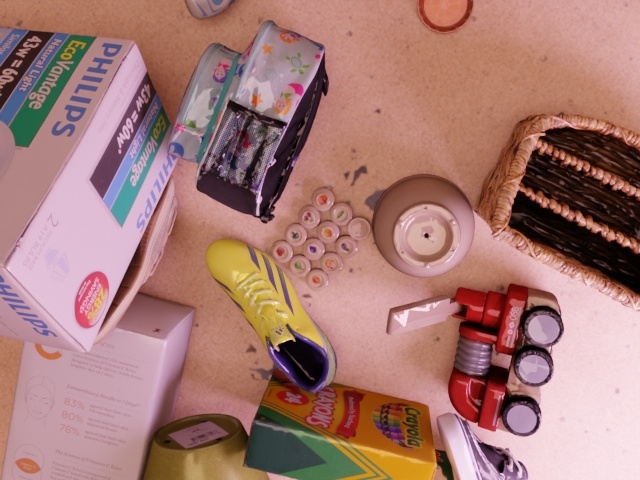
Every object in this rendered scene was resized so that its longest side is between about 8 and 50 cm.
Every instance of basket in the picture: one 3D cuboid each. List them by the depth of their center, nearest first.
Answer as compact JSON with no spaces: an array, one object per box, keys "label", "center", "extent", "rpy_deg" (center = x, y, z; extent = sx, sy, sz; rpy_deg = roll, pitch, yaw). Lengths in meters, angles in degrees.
[{"label":"basket","center":[0.394,-0.050,0.969],"extent":[0.299,0.223,0.214],"rpy_deg":[28,102,1]}]

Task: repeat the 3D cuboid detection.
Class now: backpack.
[{"label":"backpack","center":[-0.094,-0.182,0.994],"extent":[0.191,0.225,0.254],"rpy_deg":[28,98,-5]}]

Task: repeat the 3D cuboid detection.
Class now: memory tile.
[{"label":"memory tile","center":[0.000,0.000,1.115],"extent":[0.113,0.012,0.148],"rpy_deg":[39,105,2]}]

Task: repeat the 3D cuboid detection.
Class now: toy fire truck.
[{"label":"toy fire truck","center":[0.228,0.169,1.073],"extent":[0.246,0.158,0.217],"rpy_deg":[13,102,15]}]

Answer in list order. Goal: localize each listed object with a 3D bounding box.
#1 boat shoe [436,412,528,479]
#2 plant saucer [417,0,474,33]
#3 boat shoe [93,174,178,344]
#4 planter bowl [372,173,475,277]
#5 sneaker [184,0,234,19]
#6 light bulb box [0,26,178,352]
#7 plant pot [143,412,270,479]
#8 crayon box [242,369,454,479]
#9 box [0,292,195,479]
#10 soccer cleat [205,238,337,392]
[{"label":"boat shoe","center":[0.268,0.365,1.087],"extent":[0.102,0.108,0.301],"rpy_deg":[-26,117,4]},{"label":"plant saucer","center":[0.185,-0.350,1.041],"extent":[0.083,0.013,0.084],"rpy_deg":[1,99,5]},{"label":"boat shoe","center":[-0.286,0.029,1.036],"extent":[0.109,0.098,0.302],"rpy_deg":[9,60,14]},{"label":"planter bowl","center":[0.157,-0.015,1.056],"extent":[0.162,0.109,0.162],"rpy_deg":[1,100,5]},{"label":"sneaker","center":[-0.198,-0.445,1.032],"extent":[0.086,0.085,0.237],"rpy_deg":[-26,96,-8]},{"label":"light bulb box","center":[-0.434,-0.082,0.933],"extent":[0.360,0.225,0.358],"rpy_deg":[9,59,14]},{"label":"plant pot","center":[-0.171,0.432,1.088],"extent":[0.274,0.275,0.294],"rpy_deg":[-4,98,6]},{"label":"crayon box","center":[0.059,0.303,1.077],"extent":[0.318,0.202,0.081],"rpy_deg":[13,101,2]},{"label":"box","center":[-0.355,0.262,1.126],"extent":[0.214,0.168,0.346],"rpy_deg":[15,102,3]},{"label":"soccer cleat","center":[-0.075,0.114,1.095],"extent":[0.093,0.121,0.289],"rpy_deg":[-38,94,11]}]
